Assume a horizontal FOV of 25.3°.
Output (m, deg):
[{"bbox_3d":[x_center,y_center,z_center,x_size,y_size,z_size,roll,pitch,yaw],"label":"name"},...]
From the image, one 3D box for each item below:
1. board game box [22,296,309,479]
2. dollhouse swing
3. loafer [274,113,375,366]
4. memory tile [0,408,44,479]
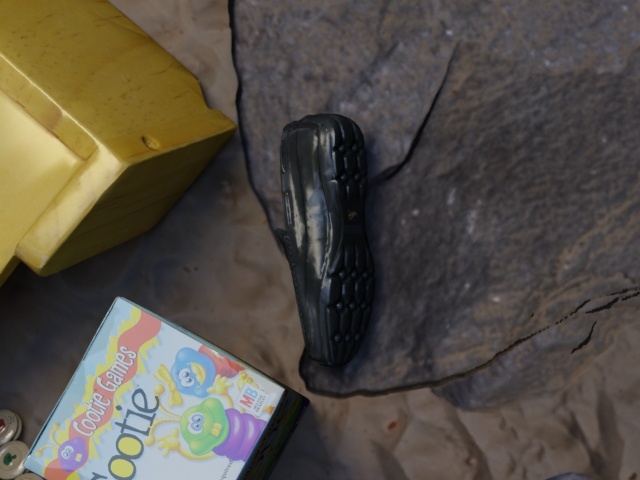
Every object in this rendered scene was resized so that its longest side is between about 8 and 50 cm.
[{"bbox_3d":[-0.109,0.151,1.140,0.142,0.275,0.144,28,85,7],"label":"board game box"},{"bbox_3d":[-0.329,-0.076,1.236,0.347,0.315,0.305,40,112,8],"label":"dollhouse swing"},{"bbox_3d":[0.000,0.000,1.265,0.078,0.076,0.223,-3,88,39],"label":"loafer"},{"bbox_3d":[-0.293,0.225,1.240,0.113,0.012,0.148,-32,55,-2],"label":"memory tile"}]
